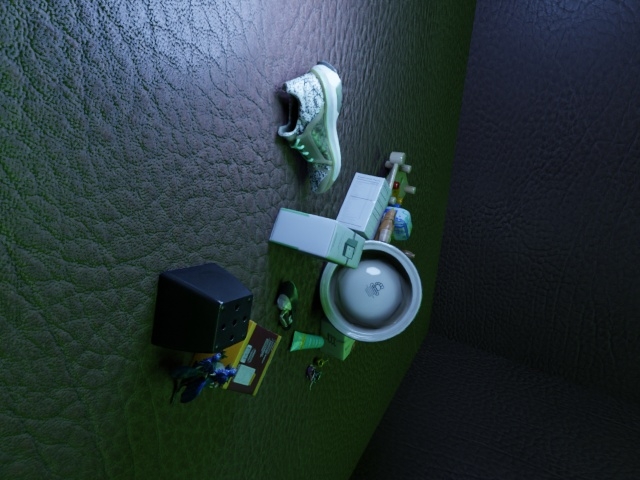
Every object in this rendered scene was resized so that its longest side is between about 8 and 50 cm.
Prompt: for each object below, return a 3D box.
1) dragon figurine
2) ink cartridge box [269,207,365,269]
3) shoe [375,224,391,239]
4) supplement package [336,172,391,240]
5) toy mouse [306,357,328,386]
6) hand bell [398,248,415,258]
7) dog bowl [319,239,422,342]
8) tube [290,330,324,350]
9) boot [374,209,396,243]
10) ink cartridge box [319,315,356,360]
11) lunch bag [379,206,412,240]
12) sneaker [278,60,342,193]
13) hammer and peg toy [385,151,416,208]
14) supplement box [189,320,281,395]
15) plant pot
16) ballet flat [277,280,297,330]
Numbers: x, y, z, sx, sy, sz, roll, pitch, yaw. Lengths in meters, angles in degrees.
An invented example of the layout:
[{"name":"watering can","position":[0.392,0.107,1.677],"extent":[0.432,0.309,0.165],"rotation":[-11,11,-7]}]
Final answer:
[{"name":"dragon figurine","position":[-0.311,0.342,1.088],"extent":[0.085,0.289,0.144],"rotation":[65,21,8]},{"name":"ink cartridge box","position":[0.000,0.000,1.476],"extent":[0.289,0.211,0.121],"rotation":[26,80,-65]},{"name":"shoe","position":[0.274,0.016,2.004],"extent":[0.218,0.077,0.058],"rotation":[88,24,-51]},{"name":"supplement package","position":[0.182,-0.135,1.830],"extent":[0.243,0.139,0.134],"rotation":[-66,152,-12]},{"name":"toy mouse","position":[-0.031,0.588,1.956],"extent":[0.161,0.031,0.142],"rotation":[40,69,-62]},{"name":"hand bell","position":[0.335,0.044,2.118],"extent":[0.126,0.242,0.126],"rotation":[-40,139,-48]},{"name":"dog bowl","position":[0.204,0.207,1.818],"extent":[0.150,0.409,0.407],"rotation":[39,69,-80]},{"name":"tube","position":[-0.058,0.409,1.789],"extent":[0.207,0.052,0.080],"rotation":[22,75,-58]},{"name":"boot","position":[0.271,-0.037,1.877],"extent":[0.197,0.073,0.152],"rotation":[131,-21,-71]},{"name":"ink cartridge box","position":[0.082,0.410,1.963],"extent":[0.128,0.128,0.176],"rotation":[-34,134,-52]},{"name":"lunch bag","position":[0.297,-0.083,1.997],"extent":[0.090,0.219,0.176],"rotation":[-66,153,-27]},{"name":"sneaker","position":[-0.048,-0.319,1.335],"extent":[0.182,0.158,0.409],"rotation":[-19,129,-22]},{"name":"hammer and peg toy","position":[0.330,-0.247,2.073],"extent":[0.265,0.128,0.361],"rotation":[-63,152,-16]},{"name":"supplement box","position":[-0.241,0.324,1.280],"extent":[0.191,0.129,0.194],"rotation":[-66,153,-16]},{"name":"plant pot","position":[-0.276,0.177,1.087],"extent":[0.188,0.167,0.187],"rotation":[-9,114,-61]},{"name":"ballet flat","position":[-0.118,0.236,1.543],"extent":[0.074,0.074,0.203],"rotation":[-42,143,-47]}]
